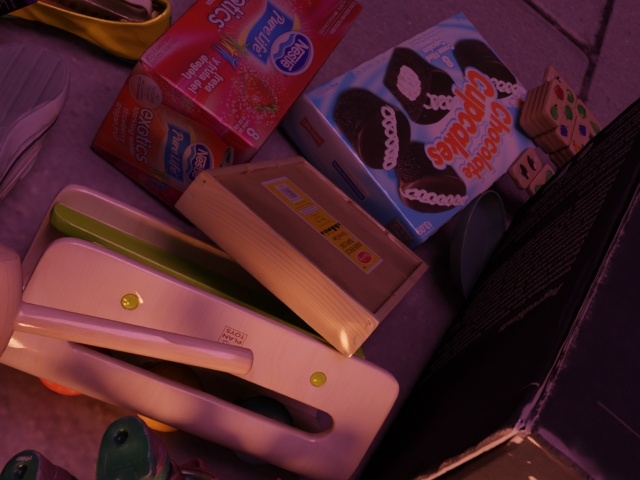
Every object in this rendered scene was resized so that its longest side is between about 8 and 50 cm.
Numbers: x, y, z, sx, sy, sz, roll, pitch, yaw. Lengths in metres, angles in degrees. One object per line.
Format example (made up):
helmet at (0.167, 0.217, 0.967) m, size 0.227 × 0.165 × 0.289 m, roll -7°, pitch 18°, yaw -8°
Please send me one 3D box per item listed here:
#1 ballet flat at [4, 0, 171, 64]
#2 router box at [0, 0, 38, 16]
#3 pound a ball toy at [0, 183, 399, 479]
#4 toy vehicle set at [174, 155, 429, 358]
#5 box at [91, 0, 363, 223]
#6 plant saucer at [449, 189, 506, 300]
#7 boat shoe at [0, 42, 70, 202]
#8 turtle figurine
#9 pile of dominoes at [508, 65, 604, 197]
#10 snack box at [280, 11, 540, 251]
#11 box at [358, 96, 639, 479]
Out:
ballet flat at (-0.239, -0.230, 0.845) m, size 0.231 × 0.077 × 0.077 m, roll 18°, pitch 53°, yaw -24°
router box at (-0.329, -0.252, 0.779) m, size 0.133 × 0.046 × 0.179 m, roll -25°, pitch 74°, yaw -9°
pound a ball toy at (-0.108, 0.088, 0.662) m, size 0.319 × 0.136 × 0.208 m, roll 25°, pitch 14°, yaw -20°
toy vehicle set at (0.000, 0.000, 0.785) m, size 0.166 × 0.035 × 0.267 m, roll 41°, pitch 15°, yaw 6°
box at (-0.079, -0.155, 0.872) m, size 0.122 × 0.128 × 0.257 m, roll 38°, pitch 46°, yaw -8°
plant saucer at (0.159, 0.007, 0.969) m, size 0.119 × 0.021 × 0.119 m, roll -24°, pitch 118°, yaw -55°
boat shoe at (-0.262, -0.078, 0.733) m, size 0.083 × 0.076 × 0.226 m, roll 24°, pitch 35°, yaw -5°
turtle figurine at (-0.097, 0.202, 0.624) m, size 0.234 × 0.175 × 0.118 m, roll 53°, pitch 5°, yaw -43°
pile of dominoes at (0.325, -0.076, 1.116) m, size 0.251 × 0.040 × 0.196 m, roll 41°, pitch 51°, yaw -25°
snack box at (0.120, -0.125, 1.039) m, size 0.187 × 0.060 × 0.322 m, roll 51°, pitch 46°, yaw 2°
box at (0.342, 0.184, 0.779) m, size 0.480 × 0.297 × 0.472 m, roll 40°, pitch 48°, yaw -1°
